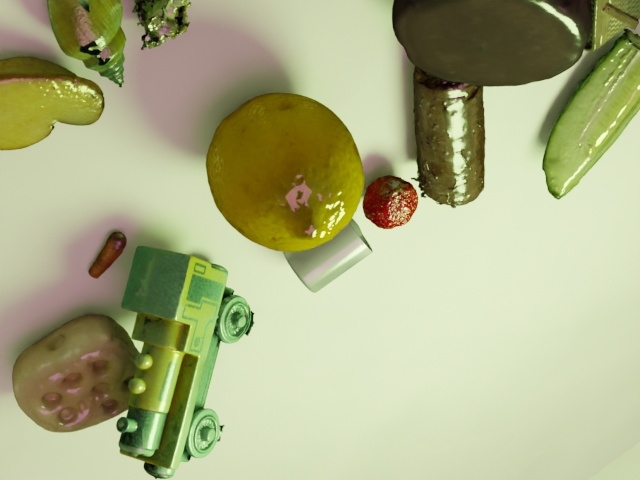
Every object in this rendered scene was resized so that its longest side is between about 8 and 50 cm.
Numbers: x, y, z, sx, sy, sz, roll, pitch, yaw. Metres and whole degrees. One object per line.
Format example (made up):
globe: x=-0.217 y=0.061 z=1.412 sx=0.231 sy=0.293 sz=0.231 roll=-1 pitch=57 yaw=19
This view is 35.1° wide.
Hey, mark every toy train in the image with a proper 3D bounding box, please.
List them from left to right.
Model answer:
toy train: x=-0.244 y=0.207 z=1.653 sx=0.237 sy=0.150 sz=0.369 roll=27 pitch=74 yaw=-61

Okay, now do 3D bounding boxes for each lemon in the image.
lemon: x=-0.048 y=-0.098 z=1.495 sx=0.228 sy=0.253 sz=0.229 roll=-21 pitch=130 yaw=-26

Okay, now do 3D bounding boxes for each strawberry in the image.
strawberry: x=0.119 y=-0.071 z=1.748 sx=0.106 sy=0.106 sz=0.106 roll=-18 pitch=139 yaw=-16

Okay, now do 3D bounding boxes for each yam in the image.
yam: x=0.213 y=-0.183 z=1.672 sx=0.131 sy=0.131 sz=0.280 roll=-22 pitch=138 yaw=-11

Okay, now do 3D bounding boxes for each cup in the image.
cup: x=0.003 y=0.002 z=1.771 sx=0.133 sy=0.136 sz=0.099 roll=-36 pitch=174 yaw=7

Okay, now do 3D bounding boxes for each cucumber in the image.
cucumber: x=0.501 y=-0.228 z=1.829 sx=0.145 sy=0.105 sz=0.325 roll=-25 pitch=149 yaw=-53

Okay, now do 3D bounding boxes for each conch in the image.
conch: x=-0.297 y=-0.285 z=1.289 sx=0.095 sy=0.079 sz=0.201 roll=-32 pitch=136 yaw=-29

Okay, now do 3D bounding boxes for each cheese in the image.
cheese: x=-0.401 y=0.219 z=1.708 sx=0.235 sy=0.117 sz=0.218 roll=8 pitch=124 yaw=-41

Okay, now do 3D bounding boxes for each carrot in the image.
carrot: x=-0.339 y=0.024 z=1.612 sx=0.032 sy=0.032 sz=0.093 roll=15 pitch=125 yaw=-41

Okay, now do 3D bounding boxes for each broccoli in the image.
broccoli: x=-0.203 y=-0.300 z=1.315 sx=0.096 sy=0.092 sz=0.095 roll=-15 pitch=128 yaw=9

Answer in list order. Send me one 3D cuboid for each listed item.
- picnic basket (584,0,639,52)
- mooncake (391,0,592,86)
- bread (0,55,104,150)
picnic basket: x=0.401 y=-0.428 z=1.493 sx=0.139 sy=0.165 sz=0.267 roll=-35 pitch=143 yaw=-14
mooncake: x=0.245 y=-0.335 z=1.436 sx=0.282 sy=0.141 sz=0.283 roll=9 pitch=163 yaw=3
bread: x=-0.386 y=-0.183 z=1.348 sx=0.187 sy=0.065 sz=0.149 roll=-5 pitch=144 yaw=-33
